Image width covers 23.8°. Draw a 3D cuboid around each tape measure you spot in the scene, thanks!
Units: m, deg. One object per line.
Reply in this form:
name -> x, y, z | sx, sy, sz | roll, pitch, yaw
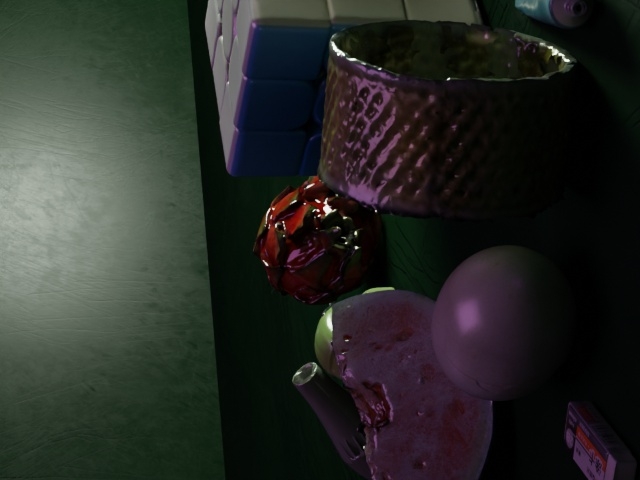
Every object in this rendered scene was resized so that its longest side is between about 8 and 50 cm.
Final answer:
tape measure -> 0.068, 0.146, 2.163 | 0.177, 0.154, 0.087 | -118, 33, -52

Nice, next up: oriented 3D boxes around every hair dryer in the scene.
hair dryer -> 0.032, 0.215, 2.242 | 0.229, 0.092, 0.267 | 42, -156, -41

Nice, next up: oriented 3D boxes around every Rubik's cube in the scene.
Rubik's cube -> 0.019, -0.278, 1.980 | 0.290, 0.291, 0.291 | 104, 160, -51

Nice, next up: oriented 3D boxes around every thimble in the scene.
thimble -> 0.130, -0.132, 1.602 | 0.271, 0.270, 0.150 | -123, 34, -65

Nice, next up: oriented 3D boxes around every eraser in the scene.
eraser -> 0.280, 0.212, 1.527 | 0.122, 0.029, 0.052 | -119, 29, -63

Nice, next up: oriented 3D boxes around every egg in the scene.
egg -> 0.193, 0.093, 1.616 | 0.209, 0.151, 0.151 | 99, 163, -56

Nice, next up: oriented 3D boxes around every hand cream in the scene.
hand cream -> 0.240, -0.268, 1.610 | 0.224, 0.048, 0.083 | -116, 24, -70

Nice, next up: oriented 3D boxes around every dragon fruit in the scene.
dragon fruit -> 0.000, 0.000, 2.336 | 0.274, 0.192, 0.193 | 4, 118, 68

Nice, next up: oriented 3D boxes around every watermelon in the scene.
watermelon -> 0.143, 0.208, 1.904 | 0.175, 0.188, 0.322 | 29, -135, -68
